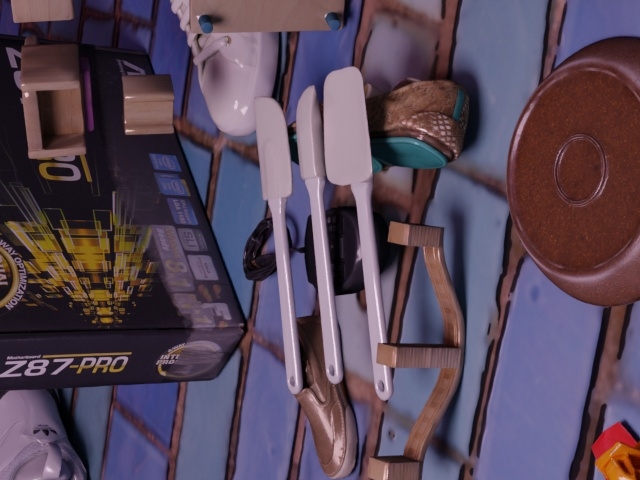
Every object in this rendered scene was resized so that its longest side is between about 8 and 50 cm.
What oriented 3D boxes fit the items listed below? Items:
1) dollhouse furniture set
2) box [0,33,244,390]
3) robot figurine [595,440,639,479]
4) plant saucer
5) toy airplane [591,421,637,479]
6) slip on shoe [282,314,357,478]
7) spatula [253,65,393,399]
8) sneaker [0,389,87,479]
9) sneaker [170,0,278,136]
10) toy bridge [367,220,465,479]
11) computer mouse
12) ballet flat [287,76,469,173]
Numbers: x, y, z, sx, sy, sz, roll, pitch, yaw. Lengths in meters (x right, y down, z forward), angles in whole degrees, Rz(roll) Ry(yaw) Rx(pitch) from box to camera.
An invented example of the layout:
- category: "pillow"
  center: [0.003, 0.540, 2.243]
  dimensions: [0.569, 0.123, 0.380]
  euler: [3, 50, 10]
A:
- category: "dollhouse furniture set"
  center: [-0.108, -0.247, 1.025]
  dimensions: [0.198, 0.304, 0.286]
  euler: [-110, 18, -56]
- category: "box"
  center: [-0.281, -0.039, 1.176]
  dimensions: [0.097, 0.318, 0.394]
  euler: [-56, 44, 39]
- category: "robot figurine"
  center: [0.256, 0.175, 0.542]
  dimensions: [0.211, 0.085, 0.291]
  euler: [-58, 43, 29]
- category: "plant saucer"
  center: [0.169, -0.043, 0.748]
  dimensions: [0.168, 0.029, 0.168]
  euler: [-8, 81, 56]
- category: "toy airplane"
  center: [0.185, 0.184, 0.709]
  dimensions: [0.151, 0.028, 0.151]
  euler: [-3, 87, 56]
- category: "slip on shoe"
  center: [-0.003, 0.127, 0.989]
  dimensions: [0.051, 0.041, 0.135]
  euler: [-23, 69, 54]
- category: "spatula"
  center: [0.000, 0.000, 0.914]
  dimensions: [0.168, 0.019, 0.241]
  euler: [-5, 90, 55]
- category: "sneaker"
  center: [-0.388, 0.350, 1.482]
  dimensions: [0.210, 0.137, 0.365]
  euler: [46, 122, 52]
- category: "sneaker"
  center: [-0.118, -0.235, 1.117]
  dimensions: [0.106, 0.123, 0.290]
  euler: [-25, 69, 52]
- category: "toy bridge"
  center: [0.071, 0.082, 0.857]
  dimensions: [0.026, 0.063, 0.188]
  euler: [7, 93, 57]
- category: "computer mouse"
  center: [-0.005, 0.010, 1.013]
  dimensions: [0.242, 0.041, 0.071]
  euler: [-3, 87, 64]
- category: "ballet flat"
  center: [0.044, -0.089, 0.924]
  dimensions: [0.206, 0.073, 0.067]
  euler: [6, 66, 54]
